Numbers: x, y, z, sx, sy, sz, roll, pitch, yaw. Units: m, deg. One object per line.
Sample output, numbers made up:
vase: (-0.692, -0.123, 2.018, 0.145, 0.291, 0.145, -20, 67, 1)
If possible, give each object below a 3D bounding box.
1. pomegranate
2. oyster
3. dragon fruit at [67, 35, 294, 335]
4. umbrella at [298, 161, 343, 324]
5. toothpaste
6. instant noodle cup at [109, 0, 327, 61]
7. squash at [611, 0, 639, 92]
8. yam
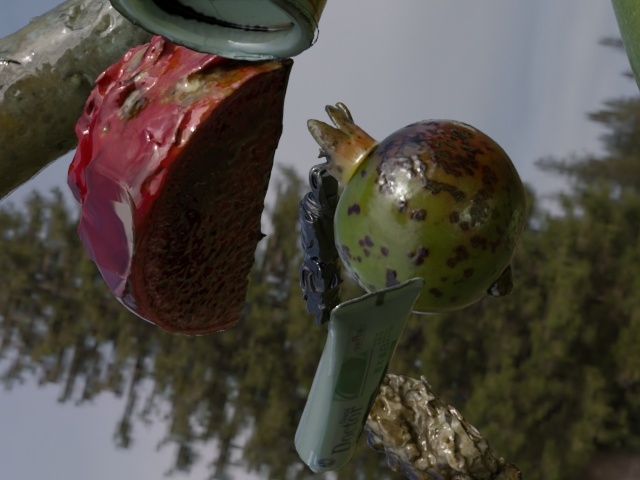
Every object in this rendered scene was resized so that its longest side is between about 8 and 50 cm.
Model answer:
pomegranate: (0.093, -0.040, 1.414, 0.198, 0.246, 0.198, -24, -39, -21)
oyster: (0.088, 0.170, 1.133, 0.056, 0.105, 0.177, -47, -71, -33)
dragon fruit: (-0.115, -0.050, 1.058, 0.189, 0.163, 0.261, -62, -10, -57)
umbrella: (0.000, 0.000, 1.740, 0.059, 0.066, 0.235, -22, -44, -21)
toothpaste: (0.016, 0.094, 0.922, 0.041, 0.064, 0.218, 60, 153, 28)
instant noodle cup: (-0.041, -0.230, 0.871, 0.193, 0.193, 0.212, 61, -140, -71)
squash: (0.347, -0.228, 1.246, 0.189, 0.189, 0.260, 55, -155, -73)
yam: (-0.235, -0.152, 1.308, 0.330, 0.133, 0.133, -34, -15, 2)
